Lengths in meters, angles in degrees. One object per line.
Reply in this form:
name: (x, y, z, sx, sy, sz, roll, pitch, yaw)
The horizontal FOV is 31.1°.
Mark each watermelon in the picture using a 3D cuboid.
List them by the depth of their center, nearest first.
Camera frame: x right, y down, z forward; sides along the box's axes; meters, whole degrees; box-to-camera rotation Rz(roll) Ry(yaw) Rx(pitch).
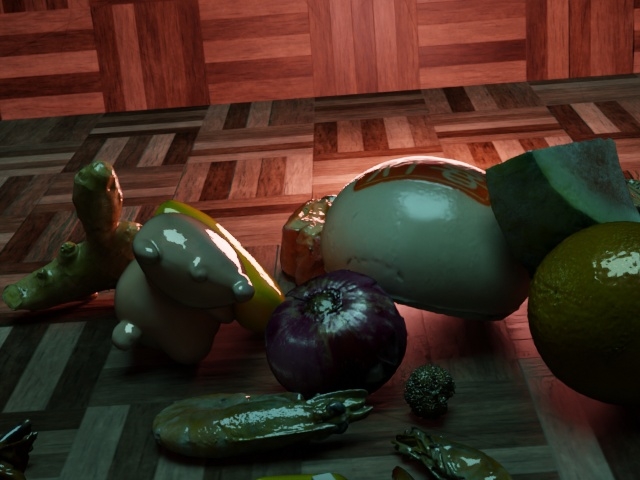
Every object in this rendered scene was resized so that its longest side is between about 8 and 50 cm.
watermelon: (0.371, -0.040, 1.797, 0.193, 0.310, 0.232, -30, 21, 53)

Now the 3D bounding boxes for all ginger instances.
ginger: (-0.365, 0.041, 2.111, 0.363, 0.348, 0.122, 25, 36, -38)

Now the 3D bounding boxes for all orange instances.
orange: (0.431, 0.103, 1.621, 0.274, 0.274, 0.274, -4, 20, 1)

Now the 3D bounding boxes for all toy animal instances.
toy animal: (-0.216, 0.102, 1.874, 0.247, 0.277, 0.345, -48, 8, 2)

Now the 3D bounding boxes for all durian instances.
durian: (0.157, 0.215, 1.637, 0.080, 0.080, 0.091, -9, -8, -11)

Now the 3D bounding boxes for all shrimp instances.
shrimp: (0.150, 0.305, 1.464, 0.133, 0.053, 0.236, -36, 35, -20)
shrimp: (-0.082, 0.245, 1.623, 0.317, 0.077, 0.168, -6, 17, 5)

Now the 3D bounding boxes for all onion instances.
onion: (0.029, 0.154, 1.707, 0.207, 0.201, 0.200, -3, 18, -24)

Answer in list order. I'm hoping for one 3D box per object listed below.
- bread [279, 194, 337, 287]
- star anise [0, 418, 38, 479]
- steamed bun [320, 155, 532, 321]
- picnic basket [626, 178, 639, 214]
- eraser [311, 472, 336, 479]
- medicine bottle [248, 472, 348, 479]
bread: (0.012, 0.001, 2.202, 0.190, 0.123, 0.244, 1, 22, 11)
star anise: (-0.419, 0.308, 1.440, 0.237, 0.148, 0.346, 16, 16, -7)
steamed bun: (0.189, -0.016, 1.915, 0.374, 0.241, 0.374, 12, 10, -2)
picnic basket: (0.505, 0.011, 1.952, 0.154, 0.196, 0.134, -7, 20, -8)
eraser: (0.009, 0.328, 1.299, 0.029, 0.122, 0.052, -9, 21, -20)
medicine bottle: (-0.084, 0.322, 1.395, 0.260, 0.095, 0.064, -6, 46, 19)
